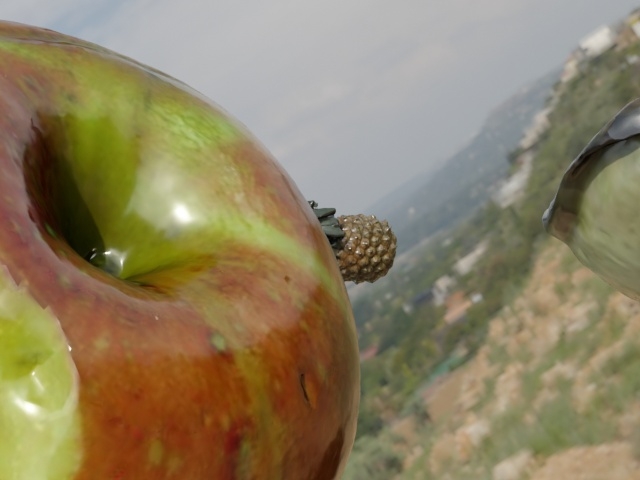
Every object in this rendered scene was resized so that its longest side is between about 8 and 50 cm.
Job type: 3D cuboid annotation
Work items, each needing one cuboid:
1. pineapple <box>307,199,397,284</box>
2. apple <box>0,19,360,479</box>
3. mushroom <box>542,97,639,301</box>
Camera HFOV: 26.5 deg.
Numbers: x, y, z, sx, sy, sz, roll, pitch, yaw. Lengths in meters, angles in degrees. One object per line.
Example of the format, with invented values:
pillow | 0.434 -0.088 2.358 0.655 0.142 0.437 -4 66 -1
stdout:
pineapple | 0.000 0.000 1.282 0.159 0.074 0.074 13 -36 -44
apple | -0.156 0.069 0.654 0.339 0.339 0.339 -34 0 0
mushroom | 0.229 -0.056 0.570 0.267 0.164 0.189 -43 -17 -32
